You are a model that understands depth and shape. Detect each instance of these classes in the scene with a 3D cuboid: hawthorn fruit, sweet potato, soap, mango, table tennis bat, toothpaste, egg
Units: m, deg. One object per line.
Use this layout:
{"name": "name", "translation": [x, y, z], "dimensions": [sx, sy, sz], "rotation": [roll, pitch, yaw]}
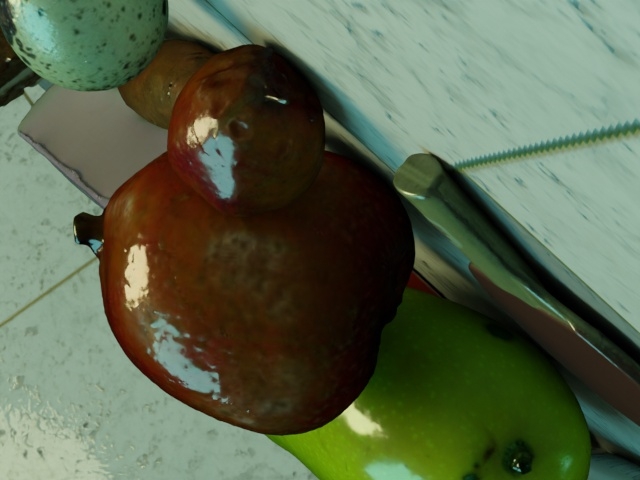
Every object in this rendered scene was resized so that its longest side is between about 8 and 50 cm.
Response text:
{"name": "hawthorn fruit", "translation": [-0.033, -0.059, 0.909], "dimensions": [0.081, 0.081, 0.093], "rotation": [41, 146, 10]}
{"name": "sweet potato", "translation": [-0.095, -0.097, 1.116], "dimensions": [0.057, 0.057, 0.264], "rotation": [44, 173, -24]}
{"name": "soap", "translation": [-0.094, -0.009, 1.654], "dimensions": [0.296, 0.107, 0.285], "rotation": [38, 176, 46]}
{"name": "mango", "translation": [0.044, 0.103, 1.151], "dimensions": [0.293, 0.143, 0.175], "rotation": [17, 147, 52]}
{"name": "table tennis bat", "translation": [0.114, 0.036, 0.895], "dimensions": [0.246, 0.022, 0.138], "rotation": [43, 175, -38]}
{"name": "toothpaste", "translation": [0.200, 0.158, 1.189], "dimensions": [0.048, 0.031, 0.190], "rotation": [-3, -173, -14]}
{"name": "hawthorn fruit", "translation": [-0.048, 0.016, 1.015], "dimensions": [0.188, 0.169, 0.169], "rotation": [15, 175, -1]}
{"name": "egg", "translation": [-0.122, -0.123, 0.926], "dimensions": [0.085, 0.085, 0.110], "rotation": [39, 173, 34]}

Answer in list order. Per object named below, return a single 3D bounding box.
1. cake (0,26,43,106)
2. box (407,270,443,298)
{"name": "cake", "translation": [-0.221, -0.150, 1.150], "dimensions": [0.134, 0.135, 0.147], "rotation": [52, 177, -4]}
{"name": "box", "translation": [-0.001, 0.000, 1.282], "dimensions": [0.229, 0.050, 0.123], "rotation": [43, 173, -9]}
